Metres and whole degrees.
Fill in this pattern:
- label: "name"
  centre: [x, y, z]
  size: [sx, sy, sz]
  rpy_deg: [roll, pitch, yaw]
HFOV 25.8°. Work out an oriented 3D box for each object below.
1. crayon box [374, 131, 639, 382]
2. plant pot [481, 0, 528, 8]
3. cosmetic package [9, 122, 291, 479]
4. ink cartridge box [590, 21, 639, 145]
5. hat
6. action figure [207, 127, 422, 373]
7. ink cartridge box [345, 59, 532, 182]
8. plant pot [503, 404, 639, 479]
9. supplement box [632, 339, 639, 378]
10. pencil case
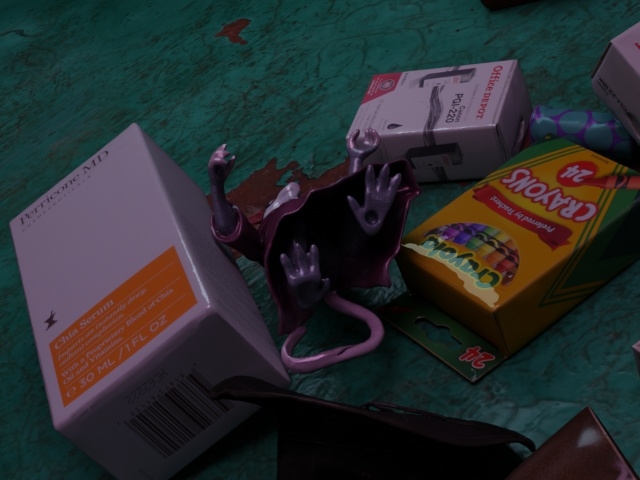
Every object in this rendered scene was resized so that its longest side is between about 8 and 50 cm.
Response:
- label: "crayon box"
  centre: [0.231, 0.012, 1.652]
  size: [0.318, 0.081, 0.202]
  rpy_deg: [-36, 38, -17]
- label: "plant pot"
  centre: [0.316, -0.514, 2.160]
  size: [0.267, 0.267, 0.235]
  rpy_deg: [-10, 51, 17]
- label: "cosmetic package"
  centre: [-0.223, 0.069, 1.709]
  size: [0.230, 0.161, 0.453]
  rpy_deg: [-39, 35, 5]
- label: "ink cartridge box"
  centre: [0.498, -0.212, 1.692]
  size: [0.273, 0.114, 0.197]
  rpy_deg: [-34, 75, -12]
- label: "hat"
  centre: [0.044, 0.225, 1.388]
  size: [0.331, 0.331, 0.134]
  rpy_deg: [8, 86, 36]
- label: "action figure"
  centre: [0.000, 0.000, 1.727]
  size: [0.248, 0.275, 0.370]
  rpy_deg: [-11, 2, -17]
- label: "ink cartridge box"
  centre: [0.163, -0.159, 1.900]
  size: [0.218, 0.092, 0.158]
  rpy_deg: [-2, 40, 23]
- label: "plant pot"
  centre: [0.180, 0.285, 1.122]
  size: [0.230, 0.215, 0.215]
  rpy_deg: [-34, 35, 6]
- label: "supplement box"
  centre: [0.377, 0.112, 1.458]
  size: [0.098, 0.062, 0.036]
  rpy_deg: [-33, 38, -16]
- label: "pencil case"
  centre: [0.346, -0.141, 1.802]
  size: [0.152, 0.064, 0.070]
  rpy_deg: [7, 61, 34]
